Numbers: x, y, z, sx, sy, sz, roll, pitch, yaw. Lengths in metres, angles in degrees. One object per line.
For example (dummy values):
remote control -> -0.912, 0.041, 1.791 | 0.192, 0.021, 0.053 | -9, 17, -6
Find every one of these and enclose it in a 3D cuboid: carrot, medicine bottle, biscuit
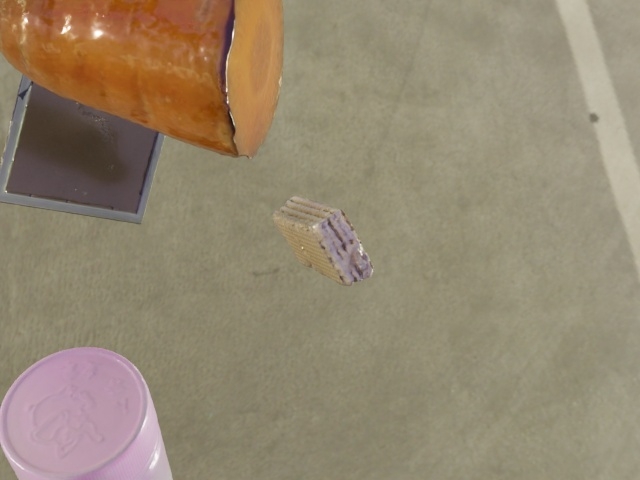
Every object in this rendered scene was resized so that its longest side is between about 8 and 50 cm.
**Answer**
carrot -> -0.150, -0.153, 0.684 | 0.225, 0.159, 0.159 | 7, 60, 4
medicine bottle -> -0.322, 0.315, 1.247 | 0.202, 0.316, 0.202 | 1, 50, -1
biscuit -> 0.000, 0.000, 1.269 | 0.062, 0.239, 0.108 | -33, 105, -10

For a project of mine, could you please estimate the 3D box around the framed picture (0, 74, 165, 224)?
framed picture -> -0.370, -0.145, 1.384 | 0.273, 0.016, 0.216 | 11, 98, -47
